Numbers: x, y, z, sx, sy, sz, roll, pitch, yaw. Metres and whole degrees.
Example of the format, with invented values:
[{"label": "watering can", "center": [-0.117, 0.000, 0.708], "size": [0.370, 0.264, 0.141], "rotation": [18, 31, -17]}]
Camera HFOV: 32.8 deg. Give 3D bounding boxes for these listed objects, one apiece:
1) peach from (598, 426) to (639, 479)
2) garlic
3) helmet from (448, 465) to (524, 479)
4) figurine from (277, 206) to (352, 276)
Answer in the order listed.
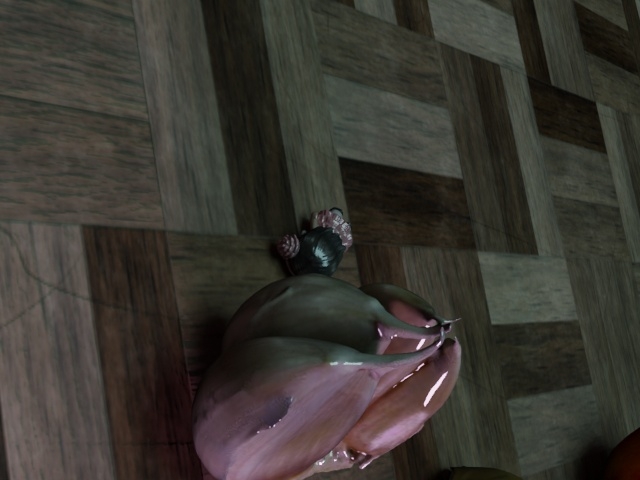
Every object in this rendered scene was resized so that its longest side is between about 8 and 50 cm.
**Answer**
[{"label": "peach", "center": [0.615, 0.431, 1.669], "size": [0.370, 0.370, 0.370], "rotation": [27, 55, -47]}, {"label": "garlic", "center": [0.005, 0.144, 1.030], "size": [0.237, 0.292, 0.210], "rotation": [17, 45, -6]}, {"label": "helmet", "center": [0.230, 0.382, 1.340], "size": [0.224, 0.130, 0.198], "rotation": [58, 40, -24]}, {"label": "figurine", "center": [0.000, 0.000, 1.236], "size": [0.072, 0.054, 0.129], "rotation": [59, 34, -15]}]
